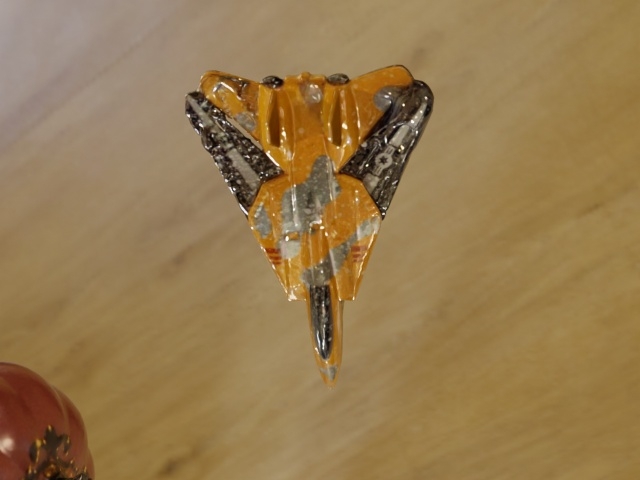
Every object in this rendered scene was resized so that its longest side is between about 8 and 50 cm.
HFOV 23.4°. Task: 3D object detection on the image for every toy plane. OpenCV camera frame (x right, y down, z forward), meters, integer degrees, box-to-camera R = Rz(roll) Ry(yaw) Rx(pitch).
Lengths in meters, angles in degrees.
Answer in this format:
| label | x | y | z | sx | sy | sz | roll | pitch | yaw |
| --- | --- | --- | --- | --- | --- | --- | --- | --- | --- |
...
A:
| label | x | y | z | sx | sy | sz | roll | pitch | yaw |
| --- | --- | --- | --- | --- | --- | --- | --- | --- | --- |
| toy plane | 0.001 | -0.008 | 1.335 | 0.204 | 0.316 | 0.103 | -1 | 41 | 7 |

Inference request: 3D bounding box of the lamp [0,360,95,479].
| label | x | y | z | sx | sy | sz | roll | pitch | yaw |
| --- | --- | --- | --- | --- | --- | --- | --- | --- | --- |
| lamp | -0.230 | 0.176 | 1.089 | 0.140 | 0.182 | 0.182 | 14 | 93 | 27 |
